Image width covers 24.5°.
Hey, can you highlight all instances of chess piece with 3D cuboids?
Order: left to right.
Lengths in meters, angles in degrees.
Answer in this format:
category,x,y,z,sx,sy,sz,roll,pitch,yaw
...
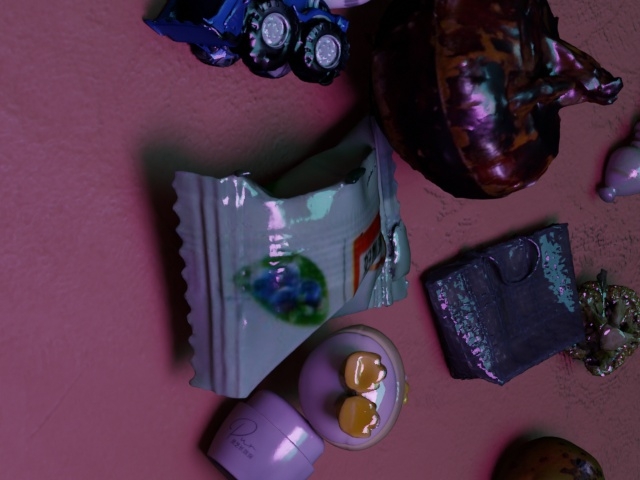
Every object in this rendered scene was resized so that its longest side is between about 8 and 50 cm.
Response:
category,x,y,z,sx,sy,sz,roll,pitch,yaw
chess piece,0.490,-0.152,2.104,0.271,0.139,0.139,-44,125,-13

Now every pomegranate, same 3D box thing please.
category,x,y,z,sx,sy,sz,roll,pitch,yaw
pomegranate,0.321,0.353,2.020,0.205,0.159,0.159,29,77,-67

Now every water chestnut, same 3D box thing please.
category,x,y,z,sx,sy,sz,roll,pitch,yaw
water chestnut,0.202,-0.187,1.698,0.300,0.300,0.300,-9,104,-40

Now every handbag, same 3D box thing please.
category,x,y,z,sx,sy,sz,roll,pitch,yaw
handbag,0.249,0.083,1.951,0.270,0.088,0.175,-21,104,-37

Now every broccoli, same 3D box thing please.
category,x,y,z,sx,sy,sz,roll,pitch,yaw
broccoli,0.393,0.120,2.054,0.131,0.120,0.130,-39,105,8

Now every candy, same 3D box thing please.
category,x,y,z,sx,sy,sz,roll,pitch,yaw
candy,-0.005,-0.001,1.678,0.398,0.172,0.263,-30,129,-57

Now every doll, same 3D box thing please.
category,x,y,z,sx,sy,sz,roll,pitch,yaw
doll,0.052,0.165,1.697,0.296,0.117,0.141,2,89,-77

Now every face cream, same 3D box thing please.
category,x,y,z,sx,sy,sz,roll,pitch,yaw
face cream,-0.062,0.236,1.672,0.104,0.117,0.117,-46,125,-14

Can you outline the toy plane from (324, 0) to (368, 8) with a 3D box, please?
category,x,y,z,sx,sy,sz,roll,pitch,yaw
toy plane,0.082,-0.347,1.697,0.255,0.101,0.251,-35,157,-16

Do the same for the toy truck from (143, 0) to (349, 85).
category,x,y,z,sx,sy,sz,roll,pitch,yaw
toy truck,-0.071,-0.244,1.578,0.208,0.113,0.126,8,92,-43
